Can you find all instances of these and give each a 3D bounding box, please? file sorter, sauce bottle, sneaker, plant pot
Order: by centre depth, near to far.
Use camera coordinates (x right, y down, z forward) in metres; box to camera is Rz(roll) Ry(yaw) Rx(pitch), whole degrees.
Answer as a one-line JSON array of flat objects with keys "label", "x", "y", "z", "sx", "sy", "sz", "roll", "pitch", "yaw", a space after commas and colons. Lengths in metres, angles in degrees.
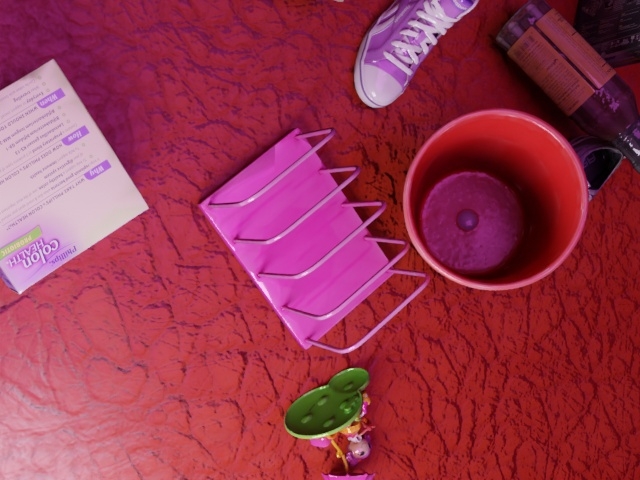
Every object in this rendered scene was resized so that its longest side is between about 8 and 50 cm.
[{"label": "file sorter", "x": 0.000, "y": 0.000, "z": 1.578, "sx": 0.202, "sy": 0.182, "sz": 0.291, "roll": -40, "pitch": 106, "yaw": -18}, {"label": "plant pot", "x": 0.251, "y": -0.045, "z": 1.626, "sx": 0.274, "sy": 0.243, "sz": 0.275, "roll": 0, "pitch": 82, "yaw": -2}, {"label": "sneaker", "x": 0.159, "y": -0.341, "z": 1.649, "sx": 0.102, "sy": 0.161, "sz": 0.282, "roll": 31, "pitch": 81, "yaw": -23}, {"label": "sauce bottle", "x": 0.444, "y": -0.252, "z": 1.749, "sx": 0.111, "sy": 0.111, "sz": 0.344, "roll": -40, "pitch": 86, "yaw": -17}, {"label": "sneaker", "x": 0.408, "y": -0.092, "z": 1.790, "sx": 0.281, "sy": 0.115, "sz": 0.105, "roll": -43, "pitch": 107, "yaw": -16}]

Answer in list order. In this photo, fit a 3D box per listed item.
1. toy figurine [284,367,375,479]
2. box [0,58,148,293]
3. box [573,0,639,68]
[{"label": "toy figurine", "x": 0.040, "y": 0.317, "z": 1.666, "sx": 0.173, "sy": 0.130, "sz": 0.159, "roll": -44, "pitch": 124, "yaw": -41}, {"label": "box", "x": -0.399, "y": -0.088, "z": 1.435, "sx": 0.213, "sy": 0.117, "sz": 0.243, "roll": -36, "pitch": 105, "yaw": -19}, {"label": "box", "x": 0.517, "y": -0.389, "z": 1.765, "sx": 0.056, "sy": 0.231, "sz": 0.183, "roll": 15, "pitch": 85, "yaw": -20}]
